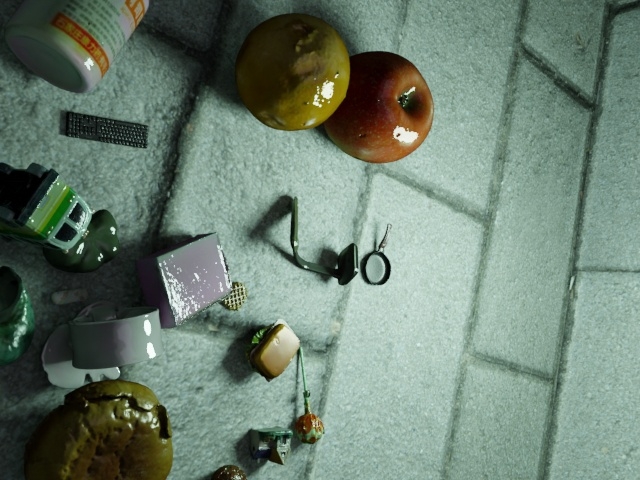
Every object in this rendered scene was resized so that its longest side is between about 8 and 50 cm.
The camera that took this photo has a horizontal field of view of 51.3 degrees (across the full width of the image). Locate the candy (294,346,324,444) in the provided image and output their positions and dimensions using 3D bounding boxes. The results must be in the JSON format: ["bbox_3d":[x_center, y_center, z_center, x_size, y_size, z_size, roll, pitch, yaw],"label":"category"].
[{"bbox_3d":[-0.040,0.462,1.992,0.084,0.078,0.287,0,81,-37],"label":"candy"}]

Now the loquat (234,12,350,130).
[{"bbox_3d":[-0.075,-0.455,1.820,0.328,0.328,0.328,2,88,-40],"label":"loquat"}]

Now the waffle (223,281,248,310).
[{"bbox_3d":[-0.237,0.153,1.860,0.085,0.016,0.078,-49,122,-29],"label":"waffle"}]

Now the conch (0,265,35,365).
[{"bbox_3d":[-0.700,0.180,1.401,0.202,0.134,0.196,-34,69,-30],"label":"conch"}]

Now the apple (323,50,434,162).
[{"bbox_3d":[0.177,-0.410,2.055,0.349,0.277,0.348,1,89,-40],"label":"apple"}]

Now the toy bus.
[{"bbox_3d":[-0.612,-0.065,1.389,0.164,0.276,0.133,47,61,-42],"label":"toy bus"}]

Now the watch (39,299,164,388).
[{"bbox_3d":[-0.485,0.243,1.510,0.244,0.231,0.196,-10,97,-44],"label":"watch"}]

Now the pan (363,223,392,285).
[{"bbox_3d":[0.196,0.045,2.209,0.115,0.040,0.212,16,86,-38],"label":"pan"}]

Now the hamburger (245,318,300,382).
[{"bbox_3d":[-0.141,0.304,1.889,0.166,0.087,0.137,-48,117,-32],"label":"hamburger"}]

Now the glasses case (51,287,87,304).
[{"bbox_3d":[-0.588,0.130,1.562,0.083,0.021,0.032,-7,91,-40],"label":"glasses case"}]

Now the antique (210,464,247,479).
[{"bbox_3d":[-0.245,0.649,1.783,0.104,0.104,0.104,2,88,-40],"label":"antique"}]

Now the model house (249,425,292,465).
[{"bbox_3d":[-0.142,0.582,1.879,0.101,0.088,0.100,9,81,-36],"label":"model house"}]

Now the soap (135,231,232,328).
[{"bbox_3d":[-0.336,0.097,1.678,0.259,0.081,0.181,-32,109,-59],"label":"soap"}]

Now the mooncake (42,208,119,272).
[{"bbox_3d":[-0.554,-0.007,1.546,0.168,0.104,0.175,48,56,-21],"label":"mooncake"}]

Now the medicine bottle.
[{"bbox_3d":[-0.520,-0.547,1.517,0.219,0.219,0.388,39,64,-32],"label":"medicine bottle"}]

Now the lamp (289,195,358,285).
[{"bbox_3d":[-0.006,0.002,2.018,0.283,0.124,0.203,26,52,-34],"label":"lamp"}]

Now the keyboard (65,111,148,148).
[{"bbox_3d":[-0.521,-0.269,1.636,0.204,0.013,0.061,4,85,-40],"label":"keyboard"}]

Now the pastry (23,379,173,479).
[{"bbox_3d":[-0.490,0.481,1.513,0.356,0.164,0.356,-17,116,-39],"label":"pastry"}]
